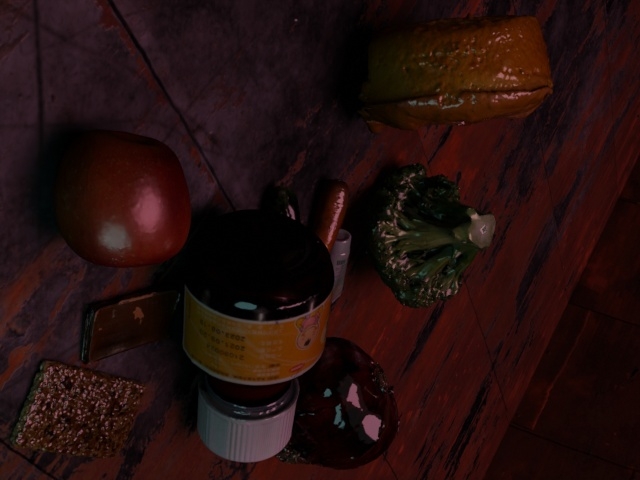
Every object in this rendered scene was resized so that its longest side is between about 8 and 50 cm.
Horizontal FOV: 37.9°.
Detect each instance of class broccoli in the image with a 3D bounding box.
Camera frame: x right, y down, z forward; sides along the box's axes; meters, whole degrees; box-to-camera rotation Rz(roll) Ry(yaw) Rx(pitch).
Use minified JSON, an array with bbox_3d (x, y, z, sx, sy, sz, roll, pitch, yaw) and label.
[{"bbox_3d":[0.215,-0.010,1.911,0.307,0.275,0.308,4,84,-39],"label":"broccoli"}]

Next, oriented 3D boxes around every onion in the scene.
[{"bbox_3d":[0.033,0.319,1.834,0.221,0.280,0.281,-107,-166,-60],"label":"onion"}]

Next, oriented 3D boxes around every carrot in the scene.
[{"bbox_3d":[0.000,0.000,1.764,0.059,0.059,0.248,11,98,-59],"label":"carrot"}]

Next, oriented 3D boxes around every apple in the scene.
[{"bbox_3d":[-0.252,-0.053,1.208,0.181,0.180,0.169,-4,108,-57],"label":"apple"}]

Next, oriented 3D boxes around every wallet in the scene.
[{"bbox_3d":[-0.283,0.122,1.395,0.176,0.026,0.095,-15,124,-54],"label":"wallet"}]

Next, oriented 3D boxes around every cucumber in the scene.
[{"bbox_3d":[-0.065,0.020,1.649,0.074,0.074,0.242,-27,126,-50],"label":"cucumber"}]

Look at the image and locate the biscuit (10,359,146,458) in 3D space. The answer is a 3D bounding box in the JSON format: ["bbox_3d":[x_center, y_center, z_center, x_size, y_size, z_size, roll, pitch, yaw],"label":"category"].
[{"bbox_3d":[-0.345,0.251,1.363,0.231,0.025,0.131,29,81,-59],"label":"biscuit"}]

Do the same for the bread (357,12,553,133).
[{"bbox_3d":[0.244,-0.310,1.729,0.337,0.358,0.204,-21,105,-76],"label":"bread"}]

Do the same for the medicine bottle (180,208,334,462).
[{"bbox_3d":[-0.111,0.165,1.511,0.242,0.242,0.395,-40,149,-42],"label":"medicine bottle"}]

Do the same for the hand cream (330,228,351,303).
[{"bbox_3d":[0.029,0.060,1.855,0.076,0.047,0.174,-38,144,-44],"label":"hand cream"}]
